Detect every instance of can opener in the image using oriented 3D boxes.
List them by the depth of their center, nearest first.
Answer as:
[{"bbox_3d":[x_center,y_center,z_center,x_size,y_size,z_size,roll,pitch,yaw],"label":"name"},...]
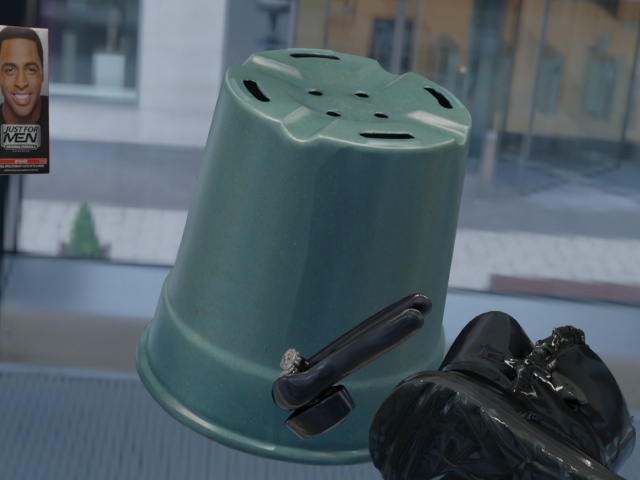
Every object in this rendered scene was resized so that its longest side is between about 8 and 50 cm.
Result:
[{"bbox_3d":[0.026,0.100,1.250,0.073,0.186,0.059,41,29,-15],"label":"can opener"}]

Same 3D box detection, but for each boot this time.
[{"bbox_3d":[0.156,0.137,0.803,0.246,0.094,0.207,37,19,13],"label":"boot"}]

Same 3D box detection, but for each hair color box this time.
[{"bbox_3d":[-0.300,-0.133,1.376,0.043,0.141,0.072,2,5,41],"label":"hair color box"}]

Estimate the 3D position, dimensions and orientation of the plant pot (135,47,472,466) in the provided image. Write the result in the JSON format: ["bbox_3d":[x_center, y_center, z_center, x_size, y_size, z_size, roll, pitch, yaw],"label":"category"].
[{"bbox_3d":[0.000,0.000,1.489,0.341,0.334,0.341,10,27,-5],"label":"plant pot"}]
